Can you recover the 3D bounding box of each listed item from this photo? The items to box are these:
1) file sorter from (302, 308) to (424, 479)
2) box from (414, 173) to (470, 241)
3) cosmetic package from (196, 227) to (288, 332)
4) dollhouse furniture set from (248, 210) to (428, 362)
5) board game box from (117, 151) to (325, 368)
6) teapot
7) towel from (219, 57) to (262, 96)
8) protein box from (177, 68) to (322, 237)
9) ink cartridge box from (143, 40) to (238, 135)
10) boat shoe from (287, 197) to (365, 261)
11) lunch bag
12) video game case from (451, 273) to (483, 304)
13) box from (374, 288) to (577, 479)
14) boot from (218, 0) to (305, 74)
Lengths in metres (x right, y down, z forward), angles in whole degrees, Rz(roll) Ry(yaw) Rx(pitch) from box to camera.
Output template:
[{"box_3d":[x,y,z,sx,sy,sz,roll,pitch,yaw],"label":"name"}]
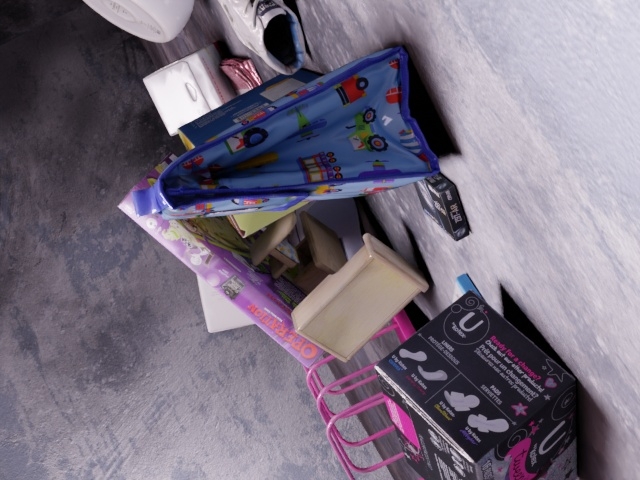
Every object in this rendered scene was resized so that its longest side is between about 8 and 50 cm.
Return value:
[{"box_3d":[0.083,0.225,1.647,0.291,0.182,0.202,-115,0,-59],"label":"file sorter"},{"box_3d":[0.127,-0.045,1.146,0.083,0.018,0.067,51,167,56],"label":"box"},{"box_3d":[-0.133,0.028,1.759,0.151,0.151,0.184,-107,10,-47],"label":"cosmetic package"},{"box_3d":[0.033,0.026,1.518,0.212,0.161,0.242,34,-159,-29],"label":"dollhouse furniture set"},{"box_3d":[-0.121,0.022,1.541,0.347,0.056,0.208,42,-167,-7],"label":"board game box"},{"box_3d":[-0.326,-0.501,1.960,0.256,0.187,0.252,22,168,37],"label":"teapot"},{"box_3d":[-0.096,-0.196,2.031,0.329,0.037,0.237,63,173,-15],"label":"towel"},{"box_3d":[-0.069,-0.128,1.462,0.136,0.199,0.201,63,173,-19],"label":"protein box"},{"box_3d":[-0.249,-0.303,2.108,0.128,0.127,0.176,64,-166,-12],"label":"ink cartridge box"},{"box_3d":[-0.008,0.003,1.787,0.156,0.136,0.367,55,167,39],"label":"boat shoe"},{"box_3d":[-0.055,-0.086,1.108,0.221,0.293,0.138,-177,70,-81],"label":"lunch bag"},{"box_3d":[0.196,0.118,1.290,0.119,0.015,0.166,59,172,20],"label":"video game case"},{"box_3d":[0.180,0.201,1.163,0.163,0.142,0.247,42,164,35],"label":"box"},{"box_3d":[-0.086,-0.325,1.356,0.123,0.095,0.258,48,174,37],"label":"boot"}]
